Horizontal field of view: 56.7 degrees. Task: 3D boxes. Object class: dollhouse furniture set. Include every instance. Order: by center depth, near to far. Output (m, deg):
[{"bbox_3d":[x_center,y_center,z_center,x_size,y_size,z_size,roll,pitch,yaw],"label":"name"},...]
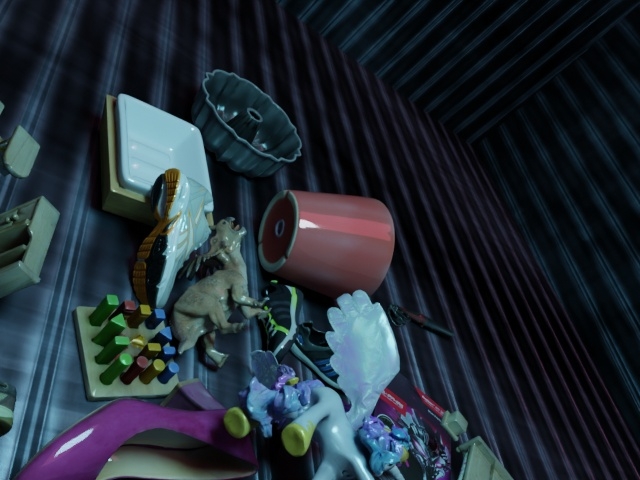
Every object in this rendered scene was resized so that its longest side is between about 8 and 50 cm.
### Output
[{"bbox_3d":[-0.504,-0.052,0.836,0.161,0.212,0.242,-99,164,-47],"label":"dollhouse furniture set"},{"bbox_3d":[0.272,0.568,1.122,0.356,0.173,0.303,52,28,-1],"label":"dollhouse furniture set"}]

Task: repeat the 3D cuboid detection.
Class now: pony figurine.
[{"bbox_3d":[0.007,0.293,0.984,0.351,0.302,0.363,60,23,17],"label":"pony figurine"}]

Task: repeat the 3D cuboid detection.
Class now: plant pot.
[{"bbox_3d":[0.000,0.000,1.413,0.243,0.275,0.275,14,42,-30],"label":"plant pot"}]

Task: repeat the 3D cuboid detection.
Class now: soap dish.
[{"bbox_3d":[-0.353,-0.154,1.250,0.228,0.118,0.291,21,38,-40],"label":"soap dish"}]

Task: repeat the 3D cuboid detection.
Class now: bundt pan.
[{"bbox_3d":[-0.213,-0.302,1.614,0.330,0.124,0.331,33,33,-25],"label":"bundt pan"}]

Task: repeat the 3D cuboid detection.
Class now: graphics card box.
[{"bbox_3d":[0.163,0.449,1.234,0.232,0.094,0.371,42,30,-11],"label":"graphics card box"}]

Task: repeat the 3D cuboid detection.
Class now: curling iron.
[{"bbox_3d":[0.294,0.242,1.722,0.274,0.035,0.068,24,41,-35],"label":"curling iron"}]

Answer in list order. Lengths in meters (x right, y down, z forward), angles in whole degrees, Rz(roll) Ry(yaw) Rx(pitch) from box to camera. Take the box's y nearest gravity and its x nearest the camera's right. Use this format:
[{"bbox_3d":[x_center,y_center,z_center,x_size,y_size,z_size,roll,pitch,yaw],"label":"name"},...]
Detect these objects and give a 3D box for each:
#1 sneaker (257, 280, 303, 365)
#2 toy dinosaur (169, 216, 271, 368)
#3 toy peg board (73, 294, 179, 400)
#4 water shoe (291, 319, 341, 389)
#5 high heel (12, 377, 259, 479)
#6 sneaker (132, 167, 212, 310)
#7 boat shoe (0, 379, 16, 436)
[{"bbox_3d":[-0.101,0.169,1.253,0.097,0.084,0.235,26,28,-11],"label":"sneaker"},{"bbox_3d":[-0.213,0.108,1.121,0.200,0.127,0.296,33,47,9],"label":"toy dinosaur"},{"bbox_3d":[-0.299,0.168,0.969,0.160,0.079,0.161,13,45,-46],"label":"toy peg board"},{"bbox_3d":[0.023,0.253,1.286,0.203,0.080,0.073,36,32,-13],"label":"water shoe"},{"bbox_3d":[-0.228,0.311,0.828,0.181,0.127,0.377,45,24,17],"label":"high heel"},{"bbox_3d":[-0.260,0.005,1.107,0.121,0.099,0.263,22,76,-47],"label":"sneaker"},{"bbox_3d":[-0.482,0.176,0.722,0.223,0.080,0.073,35,25,-33],"label":"boat shoe"}]
